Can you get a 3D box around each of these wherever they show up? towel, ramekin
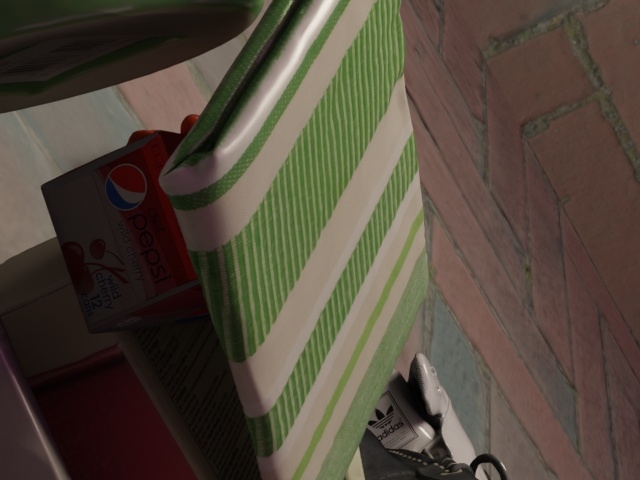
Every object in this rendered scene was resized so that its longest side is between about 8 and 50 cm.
[{"bbox_3d":[0.000,0.000,0.859,0.325,0.038,0.248,79,30,-47],"label":"towel"},{"bbox_3d":[-0.178,-0.167,0.860,0.303,0.303,0.148,-14,89,-71],"label":"ramekin"}]

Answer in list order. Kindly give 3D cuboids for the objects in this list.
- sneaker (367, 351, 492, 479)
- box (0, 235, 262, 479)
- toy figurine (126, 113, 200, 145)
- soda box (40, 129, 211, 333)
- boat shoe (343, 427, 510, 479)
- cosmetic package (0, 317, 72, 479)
[{"bbox_3d":[0.088,0.230,1.297,0.210,0.137,0.366,59,3,-12],"label":"sneaker"},{"bbox_3d":[-0.119,0.112,0.941,0.232,0.126,0.148,62,20,-14],"label":"box"},{"bbox_3d":[-0.038,-0.012,1.180,0.148,0.209,0.213,19,51,-73],"label":"toy figurine"},{"bbox_3d":[-0.059,-0.003,0.911,0.263,0.083,0.092,-1,69,-69],"label":"soda box"},{"bbox_3d":[0.061,0.233,1.019,0.500,0.156,0.187,-172,-89,-82],"label":"boat shoe"},{"bbox_3d":[-0.164,0.154,0.753,0.127,0.107,0.238,176,-108,-79],"label":"cosmetic package"}]
